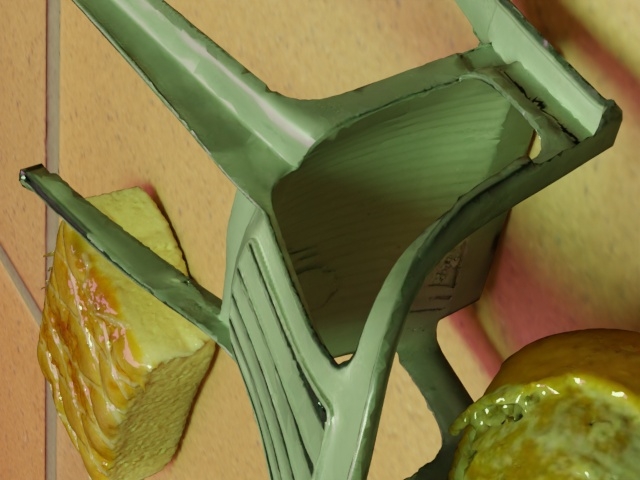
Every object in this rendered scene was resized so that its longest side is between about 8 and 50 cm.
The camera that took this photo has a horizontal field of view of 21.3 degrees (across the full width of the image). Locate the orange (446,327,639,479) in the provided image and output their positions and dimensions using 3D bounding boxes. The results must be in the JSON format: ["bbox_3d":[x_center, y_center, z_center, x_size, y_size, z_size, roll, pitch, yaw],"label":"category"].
[{"bbox_3d":[0.098,0.107,0.572,0.134,0.156,0.157,15,128,13],"label":"orange"}]

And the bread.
[{"bbox_3d":[-0.131,0.069,1.098,0.125,0.068,0.188,63,152,24],"label":"bread"}]

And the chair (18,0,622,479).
[{"bbox_3d":[0.000,0.000,0.652,0.275,0.190,0.203,48,144,34],"label":"chair"}]
